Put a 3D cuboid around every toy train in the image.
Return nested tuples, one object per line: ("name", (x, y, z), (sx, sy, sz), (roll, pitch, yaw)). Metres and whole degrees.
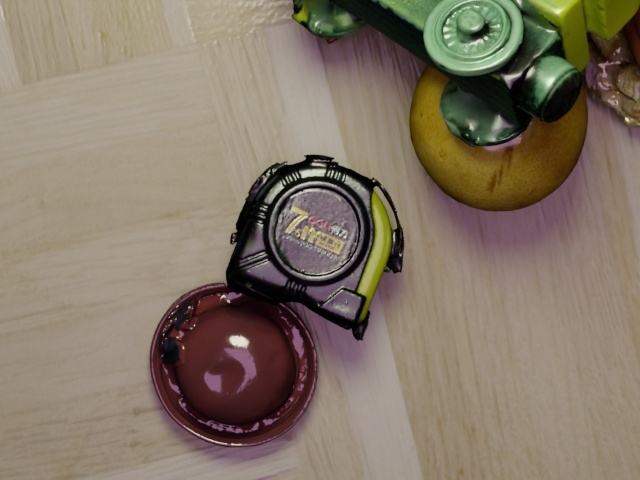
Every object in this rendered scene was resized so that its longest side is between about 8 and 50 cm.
("toy train", (0.136, -0.300, 1.646), (0.442, 0.179, 0.272), (38, 79, 27))

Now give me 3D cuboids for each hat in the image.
("hat", (-0.104, 0.150, 1.836), (0.205, 0.089, 0.205), (0, 94, 1))

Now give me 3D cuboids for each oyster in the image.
("oyster", (0.386, -0.212, 1.810), (0.191, 0.081, 0.163), (8, 98, 0))

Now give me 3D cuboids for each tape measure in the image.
("tape measure", (0.000, 0.000, 1.809), (0.199, 0.112, 0.186), (23, 87, -3))

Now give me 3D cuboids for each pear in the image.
("pear", (0.206, -0.133, 1.760), (0.209, 0.209, 0.209), (0, 95, 0))

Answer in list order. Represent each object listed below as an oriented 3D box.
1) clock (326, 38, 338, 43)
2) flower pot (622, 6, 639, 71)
("clock", (0.047, -0.315, 1.815), (0.155, 0.061, 0.113), (-30, 92, -1))
("flower pot", (0.419, -0.239, 1.706), (0.190, 0.190, 0.173), (-9, 93, 1))
